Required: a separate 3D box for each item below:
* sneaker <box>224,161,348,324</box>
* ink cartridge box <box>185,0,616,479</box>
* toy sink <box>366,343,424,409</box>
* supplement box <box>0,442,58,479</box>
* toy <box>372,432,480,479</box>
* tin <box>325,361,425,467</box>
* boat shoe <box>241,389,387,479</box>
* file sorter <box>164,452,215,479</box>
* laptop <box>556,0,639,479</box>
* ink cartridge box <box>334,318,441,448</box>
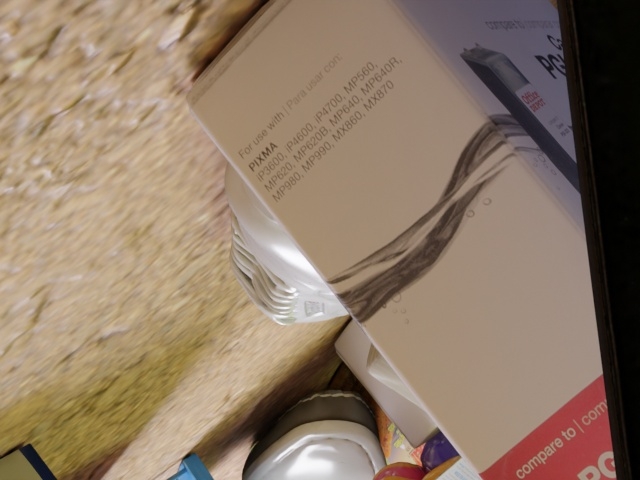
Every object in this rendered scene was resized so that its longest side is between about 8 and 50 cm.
[{"bbox_3d":[0.000,0.000,0.761,0.095,0.090,0.235,-32,168,12],"label":"sneaker"},{"bbox_3d":[0.076,-0.004,0.636,0.092,0.218,0.158,-46,166,25],"label":"ink cartridge box"},{"bbox_3d":[0.144,-0.015,0.902,0.234,0.131,0.153,-46,-163,39],"label":"toy sink"},{"bbox_3d":[-0.173,0.158,0.866,0.083,0.056,0.083,-28,163,-43],"label":"supplement box"},{"bbox_3d":[0.064,0.192,1.241,0.237,0.056,0.137,-45,154,0],"label":"toy"},{"bbox_3d":[0.060,0.131,1.337,0.040,0.106,0.189,-34,167,-24],"label":"tin"},{"bbox_3d":[-0.009,0.179,1.351,0.109,0.091,0.305,7,150,-4],"label":"boat shoe"},{"bbox_3d":[-0.109,0.251,1.252,0.104,0.118,0.170,-30,165,-22],"label":"file sorter"},{"bbox_3d":[0.169,-0.029,0.594,0.408,0.382,0.236,-11,-176,-34],"label":"laptop"},{"bbox_3d":[0.148,0.020,1.213,0.237,0.100,0.172,-31,166,-35],"label":"ink cartridge box"}]
